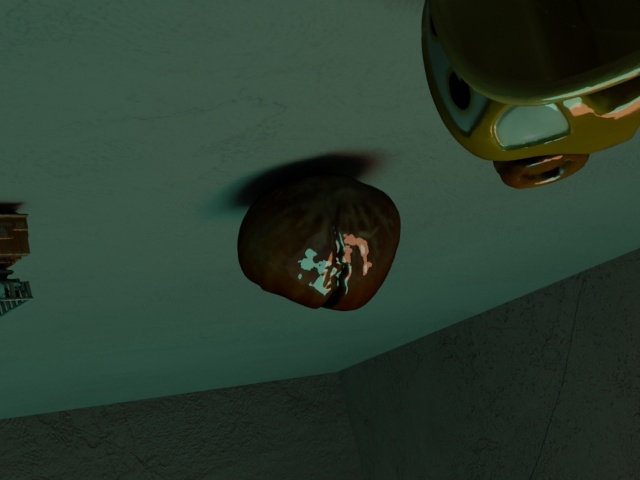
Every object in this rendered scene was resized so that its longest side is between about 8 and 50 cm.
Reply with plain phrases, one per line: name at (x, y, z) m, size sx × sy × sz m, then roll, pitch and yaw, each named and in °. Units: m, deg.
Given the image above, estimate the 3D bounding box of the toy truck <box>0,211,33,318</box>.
toy truck at (-0.410, 0.040, 1.376) m, size 0.080 × 0.115 × 0.177 m, roll -1°, pitch 163°, yaw -45°

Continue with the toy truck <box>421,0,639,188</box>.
toy truck at (0.207, -0.181, 0.949) m, size 0.288 × 0.204 × 0.211 m, roll -20°, pitch 163°, yaw 23°

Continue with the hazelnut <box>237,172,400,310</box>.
hazelnut at (0.001, 0.003, 1.533) m, size 0.212 × 0.181 × 0.181 m, roll 2°, pitch -178°, yaw -21°
